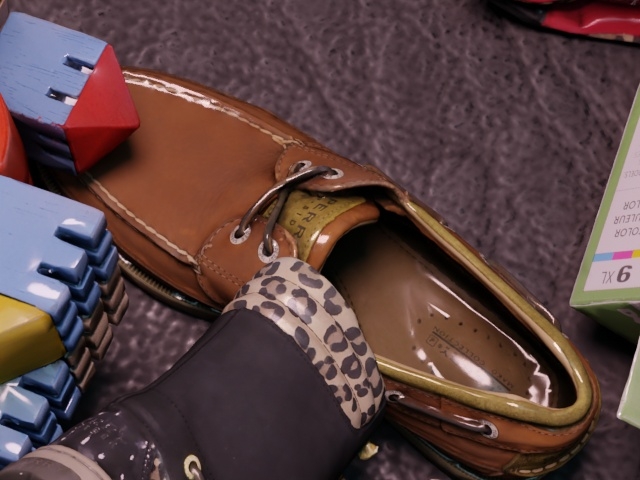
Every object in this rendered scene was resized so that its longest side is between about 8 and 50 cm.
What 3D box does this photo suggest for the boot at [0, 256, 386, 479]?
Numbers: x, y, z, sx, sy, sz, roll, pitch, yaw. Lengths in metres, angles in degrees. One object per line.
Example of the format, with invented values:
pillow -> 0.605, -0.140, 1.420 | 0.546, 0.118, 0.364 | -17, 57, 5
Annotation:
boot -> -0.025, 0.142, 0.789 | 0.178, 0.085, 0.236 | -44, 123, -39

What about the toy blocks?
toy blocks -> -0.205, 0.012, 0.792 | 0.261, 0.190, 0.381 | 19, 68, 10

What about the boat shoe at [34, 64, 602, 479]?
boat shoe -> 0.000, 0.000, 0.876 | 0.307, 0.104, 0.110 | 31, 73, 6

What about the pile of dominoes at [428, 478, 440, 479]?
pile of dominoes -> -0.017, 0.241, 0.845 | 0.196, 0.040, 0.251 | -7, 81, -7

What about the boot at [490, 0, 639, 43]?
boot -> 0.118, -0.265, 0.959 | 0.377, 0.138, 0.284 | 14, 71, -7

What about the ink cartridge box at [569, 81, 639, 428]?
ink cartridge box -> 0.188, 0.008, 0.888 | 0.109, 0.062, 0.209 | 29, 70, -27
